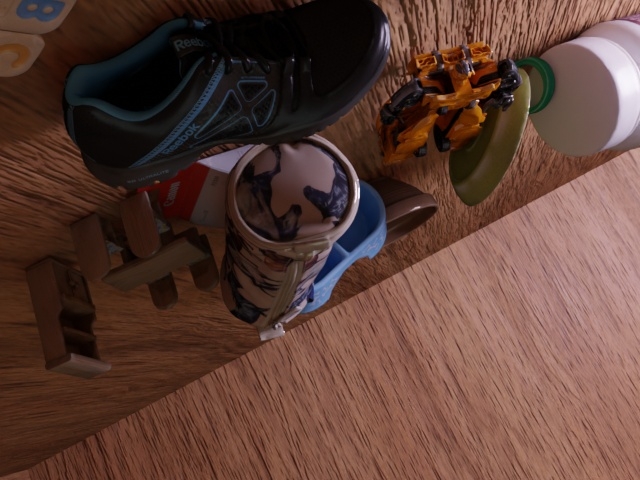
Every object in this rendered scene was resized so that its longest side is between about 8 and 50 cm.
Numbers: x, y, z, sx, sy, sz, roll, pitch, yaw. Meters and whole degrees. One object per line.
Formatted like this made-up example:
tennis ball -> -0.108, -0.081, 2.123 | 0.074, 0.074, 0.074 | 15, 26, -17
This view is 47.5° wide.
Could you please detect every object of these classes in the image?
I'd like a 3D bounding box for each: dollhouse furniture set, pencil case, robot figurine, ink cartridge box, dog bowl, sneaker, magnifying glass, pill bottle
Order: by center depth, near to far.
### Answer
sneaker -> -0.079, -0.158, 0.703 | 0.340, 0.125, 0.140 | -27, 163, -10
pencil case -> -0.058, 0.005, 1.026 | 0.159, 0.184, 0.410 | -19, 164, -16
dollhouse furniture set -> -0.281, 0.076, 1.057 | 0.242, 0.161, 0.212 | -24, 159, 7
ink cartridge box -> -0.155, -0.065, 1.074 | 0.232, 0.066, 0.189 | -25, 168, -27
robot figurine -> 0.175, -0.201, 1.093 | 0.210, 0.085, 0.291 | -14, 166, -8
pill bottle -> 0.566, -0.285, 1.277 | 0.392, 0.224, 0.224 | -20, 165, -28
magnifying glass -> 0.322, -0.232, 1.278 | 0.026, 0.092, 0.231 | -17, 163, -31
dog bowl -> 0.000, 0.000, 1.302 | 0.297, 0.166, 0.074 | -42, 168, -21

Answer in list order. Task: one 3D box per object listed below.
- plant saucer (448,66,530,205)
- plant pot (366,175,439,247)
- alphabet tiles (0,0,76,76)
plant saucer -> 0.270, -0.177, 1.215 | 0.037, 0.241, 0.241 | 16, 154, -11
plant pot -> 0.119, -0.059, 1.523 | 0.237, 0.110, 0.237 | -25, 166, -6
alphabet tiles -> -0.288, -0.166, 0.479 | 0.284, 0.021, 0.278 | -37, 164, 35
